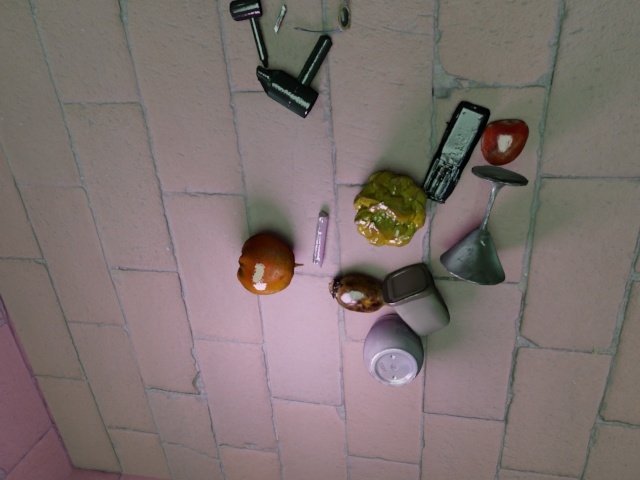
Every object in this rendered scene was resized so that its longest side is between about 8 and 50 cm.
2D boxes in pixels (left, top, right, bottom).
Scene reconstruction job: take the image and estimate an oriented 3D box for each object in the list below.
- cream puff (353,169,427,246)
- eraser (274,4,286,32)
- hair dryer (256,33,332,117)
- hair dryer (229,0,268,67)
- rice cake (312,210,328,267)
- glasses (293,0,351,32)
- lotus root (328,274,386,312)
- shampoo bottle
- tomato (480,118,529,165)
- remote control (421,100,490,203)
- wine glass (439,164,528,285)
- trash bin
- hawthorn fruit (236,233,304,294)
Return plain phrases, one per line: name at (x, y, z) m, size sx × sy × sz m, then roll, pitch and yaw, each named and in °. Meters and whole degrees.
cream puff at (0.261, -0.098, 1.798) m, size 0.291 × 0.257 × 0.325 m, roll 37°, pitch 123°, yaw 1°
eraser at (-0.146, -0.813, 1.669) m, size 0.019 × 0.027 × 0.099 m, roll 28°, pitch 117°, yaw -5°
hair dryer at (-0.087, -0.653, 1.706) m, size 0.244 × 0.116 × 0.303 m, roll 32°, pitch 106°, yaw -5°
hair dryer at (-0.251, -0.772, 1.700) m, size 0.114 × 0.071 × 0.248 m, roll -6°, pitch 123°, yaw 13°
rice cake at (-0.001, 0.000, 2.020) m, size 0.048 × 0.055 × 0.270 m, roll 8°, pitch 115°, yaw 2°
glasses at (-0.010, -0.824, 1.602) m, size 0.220 × 0.088 × 0.190 m, roll -6°, pitch 115°, yaw 14°
lotus root at (0.184, 0.244, 2.051) m, size 0.313 × 0.141 × 0.170 m, roll 11°, pitch 122°, yaw 3°
shampoo bottle at (0.331, 0.499, 2.075) m, size 0.272 × 0.266 × 0.273 m, roll 3°, pitch 112°, yaw 7°
tomato at (0.689, -0.357, 1.692) m, size 0.166 × 0.082 × 0.174 m, roll 1°, pitch 116°, yaw 9°
remote control at (0.508, -0.329, 1.753) m, size 0.144 × 0.062 × 0.399 m, roll 20°, pitch 118°, yaw 2°
wine glass at (0.627, -0.065, 1.744) m, size 0.266 × 0.267 × 0.407 m, roll 9°, pitch 117°, yaw 7°
trash bin at (0.426, 0.267, 1.982) m, size 0.219 × 0.220 × 0.250 m, roll -28°, pitch 114°, yaw 20°
hawthorn fruit at (-0.217, 0.115, 2.011) m, size 0.297 × 0.277 × 0.277 m, roll 3°, pitch 118°, yaw -12°
